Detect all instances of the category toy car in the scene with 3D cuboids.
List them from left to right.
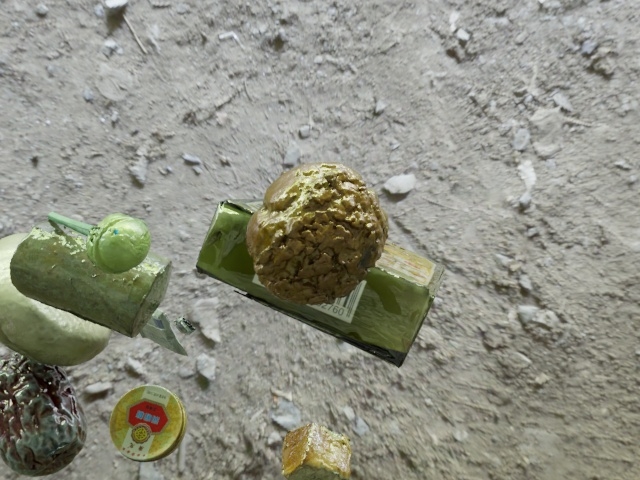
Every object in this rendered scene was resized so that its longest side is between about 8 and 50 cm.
[{"bbox_3d":[-0.280,0.175,1.314,0.025,0.093,0.041,-41,95,-23],"label":"toy car"}]

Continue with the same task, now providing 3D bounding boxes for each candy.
[{"bbox_3d":[-0.387,-0.018,1.068,0.092,0.336,0.093,5,98,-43],"label":"candy"}]

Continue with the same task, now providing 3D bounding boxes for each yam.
[{"bbox_3d":[-0.407,0.069,1.175,0.268,0.161,0.161,18,89,10],"label":"yam"}]

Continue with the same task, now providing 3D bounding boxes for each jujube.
[{"bbox_3d":[-0.707,0.424,1.587,0.226,0.226,0.317,-45,60,-2],"label":"jujube"}]

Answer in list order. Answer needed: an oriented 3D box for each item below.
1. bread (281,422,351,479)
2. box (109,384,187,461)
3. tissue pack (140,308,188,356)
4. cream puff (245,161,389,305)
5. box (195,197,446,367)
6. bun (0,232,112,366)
[{"bbox_3d":[-0.007,0.295,0.861,0.083,0.070,0.077,33,130,-19],"label":"bread"},{"bbox_3d":[-0.241,0.258,0.907,0.106,0.037,0.105,-1,66,3],"label":"box"},{"bbox_3d":[-0.380,0.196,1.473,0.026,0.193,0.122,-37,122,-32],"label":"tissue pack"},{"bbox_3d":[-0.001,0.001,0.601,0.126,0.103,0.144,27,115,-35],"label":"cream puff"},{"bbox_3d":[0.028,0.051,1.183,0.373,0.420,0.138,24,100,11],"label":"box"},{"bbox_3d":[-0.677,0.156,1.548,0.219,0.365,0.365,-37,91,12],"label":"bun"}]
